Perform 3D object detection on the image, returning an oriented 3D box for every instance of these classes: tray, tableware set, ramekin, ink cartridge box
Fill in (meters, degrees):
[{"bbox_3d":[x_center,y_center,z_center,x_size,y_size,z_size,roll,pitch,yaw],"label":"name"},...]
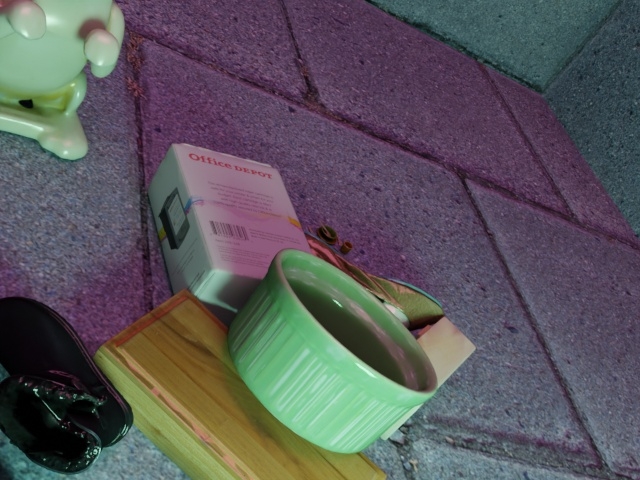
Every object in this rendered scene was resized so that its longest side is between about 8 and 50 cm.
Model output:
[{"bbox_3d":[-0.110,0.260,1.152,0.411,0.076,0.203,41,31,6],"label":"tray"},{"bbox_3d":[0.000,0.000,1.658,0.154,0.024,0.104,10,41,-39],"label":"tableware set"},{"bbox_3d":[0.010,0.165,1.204,0.303,0.148,0.303,37,14,-11],"label":"ramekin"},{"bbox_3d":[-0.149,-0.004,1.404,0.226,0.131,0.306,13,38,-35],"label":"ink cartridge box"}]

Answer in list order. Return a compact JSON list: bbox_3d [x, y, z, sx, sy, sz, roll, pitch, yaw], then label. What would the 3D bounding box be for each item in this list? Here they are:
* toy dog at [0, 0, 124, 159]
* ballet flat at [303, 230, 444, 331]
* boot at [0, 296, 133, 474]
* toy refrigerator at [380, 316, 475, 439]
[{"bbox_3d":[-0.441,-0.395,1.346,0.285,0.408,0.395,19,36,-30],"label":"toy dog"},{"bbox_3d":[0.069,0.108,1.522,0.342,0.116,0.124,30,52,-13],"label":"ballet flat"},{"bbox_3d":[-0.326,0.157,0.952,0.246,0.094,0.207,46,-5,4],"label":"boot"},{"bbox_3d":[0.166,0.233,1.447,0.094,0.102,0.269,46,32,12],"label":"toy refrigerator"}]
